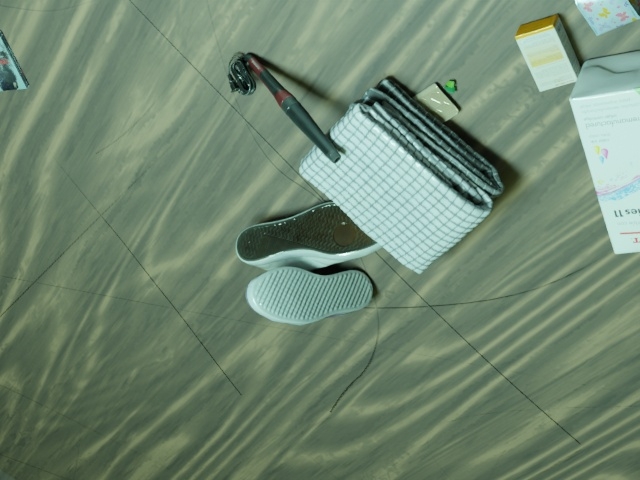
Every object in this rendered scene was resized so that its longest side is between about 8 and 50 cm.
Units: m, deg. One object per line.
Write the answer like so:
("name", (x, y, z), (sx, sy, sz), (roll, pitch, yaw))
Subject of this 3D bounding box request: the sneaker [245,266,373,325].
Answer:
("sneaker", (-0.054, 0.112, 1.956), (0.161, 0.282, 0.102), (-14, 77, 45))

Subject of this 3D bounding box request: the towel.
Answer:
("towel", (0.130, -0.105, 1.748), (0.283, 0.121, 0.235), (40, 144, -3))

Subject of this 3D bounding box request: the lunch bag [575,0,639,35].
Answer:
("lunch bag", (0.393, -0.335, 1.462), (0.071, 0.053, 0.083), (-20, 127, 40))

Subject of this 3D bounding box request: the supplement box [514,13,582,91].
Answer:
("supplement box", (0.333, -0.273, 1.557), (0.062, 0.036, 0.098), (-12, 122, 34))

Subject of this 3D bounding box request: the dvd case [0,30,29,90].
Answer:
("dvd case", (-0.604, -0.333, 1.991), (0.087, 0.013, 0.119), (0, 128, 27))

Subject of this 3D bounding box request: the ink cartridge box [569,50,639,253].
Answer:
("ink cartridge box", (0.514, -0.101, 1.559), (0.207, 0.119, 0.353), (-6, 125, 30))

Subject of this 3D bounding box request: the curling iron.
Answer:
("curling iron", (-0.057, -0.212, 1.729), (0.274, 0.035, 0.068), (42, 122, 26))

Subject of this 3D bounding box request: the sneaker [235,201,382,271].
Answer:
("sneaker", (0.000, 0.000, 1.947), (0.290, 0.106, 0.123), (-6, 161, 21))

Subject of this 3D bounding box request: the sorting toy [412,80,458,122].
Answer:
("sorting toy", (0.192, -0.221, 1.691), (0.062, 0.012, 0.083), (48, 136, -12))
